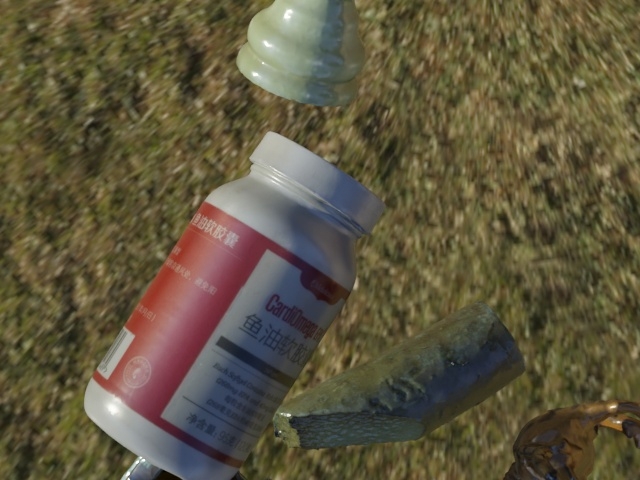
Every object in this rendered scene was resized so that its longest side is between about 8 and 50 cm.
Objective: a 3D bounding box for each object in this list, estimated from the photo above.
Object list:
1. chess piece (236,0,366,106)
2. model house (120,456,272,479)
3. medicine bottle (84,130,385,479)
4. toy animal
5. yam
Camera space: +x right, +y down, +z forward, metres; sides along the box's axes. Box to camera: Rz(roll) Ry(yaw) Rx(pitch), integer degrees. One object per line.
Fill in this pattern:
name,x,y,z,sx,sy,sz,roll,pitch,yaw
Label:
chess piece,0.006,-0.291,1.741,0.144,0.144,0.251,19,117,1
model house,-0.107,0.307,1.387,0.198,0.224,0.215,41,103,17
medicine bottle,-0.061,0.052,1.158,0.131,0.131,0.250,33,87,-2
toy animal,0.173,0.157,1.121,0.116,0.255,0.114,8,78,16
yam,0.083,0.152,1.574,0.259,0.106,0.106,-28,101,-19
